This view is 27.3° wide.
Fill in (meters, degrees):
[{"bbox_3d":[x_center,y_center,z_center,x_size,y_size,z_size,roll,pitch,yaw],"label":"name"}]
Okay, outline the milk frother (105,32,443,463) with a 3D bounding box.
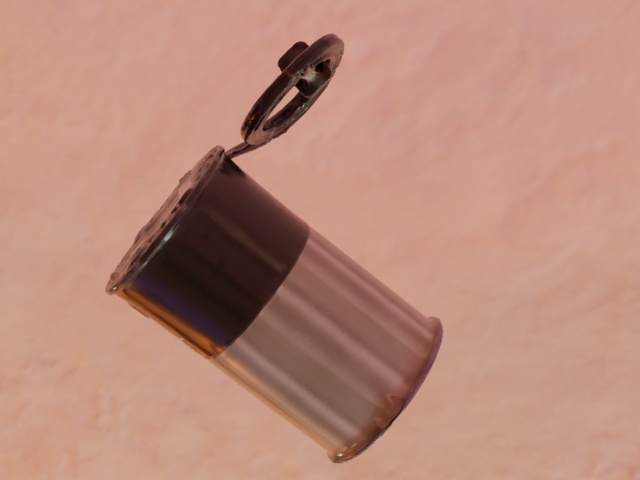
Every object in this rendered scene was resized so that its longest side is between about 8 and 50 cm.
[{"bbox_3d":[0.000,0.000,0.609,0.134,0.129,0.143,38,112,-12],"label":"milk frother"}]
